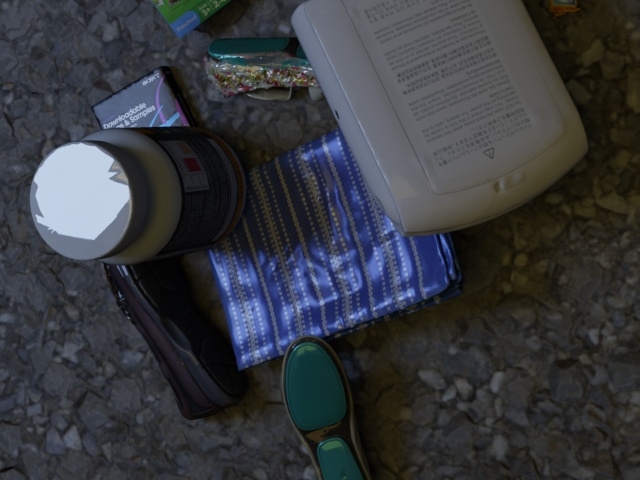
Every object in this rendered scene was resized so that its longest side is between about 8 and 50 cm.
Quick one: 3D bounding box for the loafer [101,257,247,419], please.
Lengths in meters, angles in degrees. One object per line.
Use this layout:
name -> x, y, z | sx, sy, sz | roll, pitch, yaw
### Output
loafer -> -0.213, 0.097, 1.777 | 0.095, 0.109, 0.302 | -33, 90, 28

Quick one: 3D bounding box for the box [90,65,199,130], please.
box -> -0.213, -0.128, 1.797 | 0.116, 0.029, 0.162 | -28, 85, 18

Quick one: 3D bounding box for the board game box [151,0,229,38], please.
board game box -> -0.174, -0.380, 1.707 | 0.160, 0.039, 0.211 | -37, 104, 6

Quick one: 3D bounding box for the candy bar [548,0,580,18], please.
candy bar -> 0.280, -0.342, 1.629 | 0.040, 0.018, 0.161 | -4, 93, 18

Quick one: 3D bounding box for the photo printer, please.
photo printer -> 0.142, -0.169, 1.578 | 0.256, 0.107, 0.307 | -24, 80, -7

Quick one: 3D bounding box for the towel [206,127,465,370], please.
towel -> 0.000, 0.000, 1.694 | 0.336, 0.040, 0.243 | -23, 79, 28

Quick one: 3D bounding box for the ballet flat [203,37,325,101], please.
ballet flat -> -0.028, -0.210, 1.716 | 0.241, 0.091, 0.077 | 4, 126, 21

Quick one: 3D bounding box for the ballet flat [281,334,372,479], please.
ballet flat -> 0.010, 0.226, 1.719 | 0.086, 0.086, 0.248 | -9, 103, 18

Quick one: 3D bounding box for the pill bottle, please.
pill bottle -> -0.211, -0.054, 1.637 | 0.162, 0.278, 0.162 | 2, 95, 21
